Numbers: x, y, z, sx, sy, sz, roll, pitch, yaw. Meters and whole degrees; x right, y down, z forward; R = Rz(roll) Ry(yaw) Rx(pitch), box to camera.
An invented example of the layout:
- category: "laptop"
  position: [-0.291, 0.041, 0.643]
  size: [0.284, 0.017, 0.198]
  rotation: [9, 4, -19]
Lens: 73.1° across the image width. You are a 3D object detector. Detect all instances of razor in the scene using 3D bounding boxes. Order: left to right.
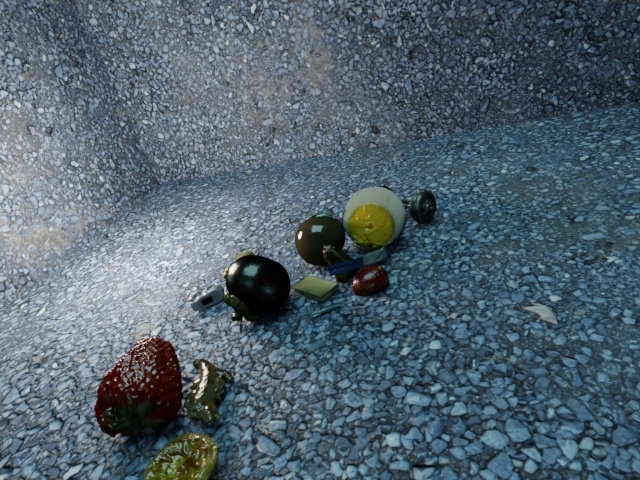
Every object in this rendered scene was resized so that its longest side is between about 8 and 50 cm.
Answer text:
- category: "razor"
  position: [0.018, 0.297, 1.833]
  size: [0.134, 0.040, 0.068]
  rotation: [-15, 28, -12]

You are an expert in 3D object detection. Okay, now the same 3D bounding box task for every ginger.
- category: "ginger"
  position: [-0.405, 0.546, 1.567]
  size: [0.165, 0.080, 0.333]
  rotation: [-2, 21, -5]
- category: "ginger"
  position: [-0.430, 0.134, 2.314]
  size: [0.137, 0.074, 0.213]
  rotation: [-4, 26, 31]

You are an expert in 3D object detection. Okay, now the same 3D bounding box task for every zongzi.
- category: "zongzi"
  position: [0.105, 0.072, 2.035]
  size: [0.184, 0.187, 0.084]
  rotation: [-36, 12, -35]

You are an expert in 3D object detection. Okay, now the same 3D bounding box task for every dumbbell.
- category: "dumbbell"
  position: [0.444, -0.197, 2.331]
  size: [0.179, 0.179, 0.406]
  rotation: [-36, 34, -32]

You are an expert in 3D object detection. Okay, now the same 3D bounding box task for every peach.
- category: "peach"
  position: [0.216, 0.169, 1.890]
  size: [0.172, 0.093, 0.127]
  rotation: [-19, 31, -10]

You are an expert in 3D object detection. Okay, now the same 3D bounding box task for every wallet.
- category: "wallet"
  position: [-0.005, -0.120, 2.450]
  size: [0.141, 0.059, 0.202]
  rotation: [-26, -6, -12]

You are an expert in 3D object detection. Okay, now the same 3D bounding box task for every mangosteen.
- category: "mangosteen"
  position: [-0.279, 0.212, 1.909]
  size: [0.299, 0.301, 0.300]
  rotation: [-13, 28, 7]

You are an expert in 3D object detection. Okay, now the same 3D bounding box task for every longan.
- category: "longan"
  position: [0.000, 0.000, 2.144]
  size: [0.257, 0.258, 0.258]
  rotation: [-13, 28, 7]

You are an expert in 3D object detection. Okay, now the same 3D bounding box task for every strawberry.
- category: "strawberry"
  position: [-0.648, 0.503, 1.544]
  size: [0.311, 0.267, 0.352]
  rotation: [-17, 46, 8]

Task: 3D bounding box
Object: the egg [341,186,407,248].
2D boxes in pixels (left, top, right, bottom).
- category: "egg"
  position: [0.291, -0.112, 2.181]
  size: [0.336, 0.338, 0.201]
  rotation: [-2, 2, 25]

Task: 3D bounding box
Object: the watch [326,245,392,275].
- category: "watch"
  position: [0.187, 0.096, 1.941]
  size: [0.276, 0.068, 0.274]
  rotation: [-20, -4, 12]

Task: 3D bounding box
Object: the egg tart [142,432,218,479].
- category: "egg tart"
  position: [-0.409, 0.689, 1.279]
  size: [0.240, 0.106, 0.241]
  rotation: [-14, 26, 7]

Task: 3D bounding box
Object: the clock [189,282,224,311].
- category: "clock"
  position: [-0.561, 0.269, 2.134]
  size: [0.176, 0.080, 0.117]
  rotation: [-26, 29, -13]

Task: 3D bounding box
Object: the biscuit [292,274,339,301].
- category: "biscuit"
  position: [-0.023, 0.217, 1.985]
  size: [0.199, 0.041, 0.121]
  rotation: [13, 43, 45]
